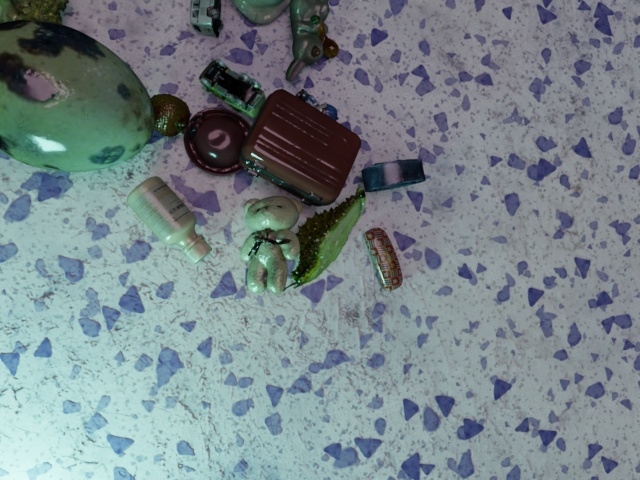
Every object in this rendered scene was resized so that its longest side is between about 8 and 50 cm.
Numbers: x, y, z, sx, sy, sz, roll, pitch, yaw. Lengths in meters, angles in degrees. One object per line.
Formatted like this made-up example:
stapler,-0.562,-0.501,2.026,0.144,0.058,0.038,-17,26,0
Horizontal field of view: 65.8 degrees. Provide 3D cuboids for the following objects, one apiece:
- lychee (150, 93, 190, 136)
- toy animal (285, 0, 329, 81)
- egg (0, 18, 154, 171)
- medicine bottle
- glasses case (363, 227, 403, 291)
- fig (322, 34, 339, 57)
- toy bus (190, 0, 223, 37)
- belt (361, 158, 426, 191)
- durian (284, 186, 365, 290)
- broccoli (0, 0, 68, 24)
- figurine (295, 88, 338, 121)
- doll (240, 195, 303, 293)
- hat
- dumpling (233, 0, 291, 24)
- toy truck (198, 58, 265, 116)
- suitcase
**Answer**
lychee,-0.415,-0.342,1.355,0.146,0.114,0.114,41,80,23
toy animal,-0.043,-0.588,1.448,0.125,0.127,0.251,13,104,11
egg,-0.625,-0.335,1.201,0.428,0.345,0.345,22,83,-16
medicine bottle,-0.400,-0.048,1.341,0.114,0.114,0.252,-41,94,-10
glasses case,0.192,0.054,1.474,0.073,0.049,0.194,-21,91,-11
fig,0.024,-0.587,1.485,0.050,0.050,0.083,-18,77,-11
toy bus,-0.322,-0.687,1.408,0.089,0.087,0.194,4,87,0
belt,0.215,-0.193,1.446,0.190,0.141,0.082,-11,91,-12
durian,0.002,0.000,1.409,0.132,0.106,0.375,40,84,-39
broccoli,-0.787,-0.621,1.238,0.247,0.243,0.263,38,88,-12
figurine,-0.009,-0.389,1.460,0.079,0.077,0.136,-37,84,-25
doll,-0.141,0.007,1.355,0.175,0.149,0.278,2,80,1
hat,-0.282,-0.282,1.388,0.205,0.089,0.205,1,86,-9
dumpling,-0.169,-0.724,1.440,0.216,0.149,0.105,0,48,-16
toy truck,-0.236,-0.415,1.382,0.191,0.116,0.085,33,82,17
suitcase,-0.056,-0.248,1.362,0.297,0.161,0.236,28,76,-14
